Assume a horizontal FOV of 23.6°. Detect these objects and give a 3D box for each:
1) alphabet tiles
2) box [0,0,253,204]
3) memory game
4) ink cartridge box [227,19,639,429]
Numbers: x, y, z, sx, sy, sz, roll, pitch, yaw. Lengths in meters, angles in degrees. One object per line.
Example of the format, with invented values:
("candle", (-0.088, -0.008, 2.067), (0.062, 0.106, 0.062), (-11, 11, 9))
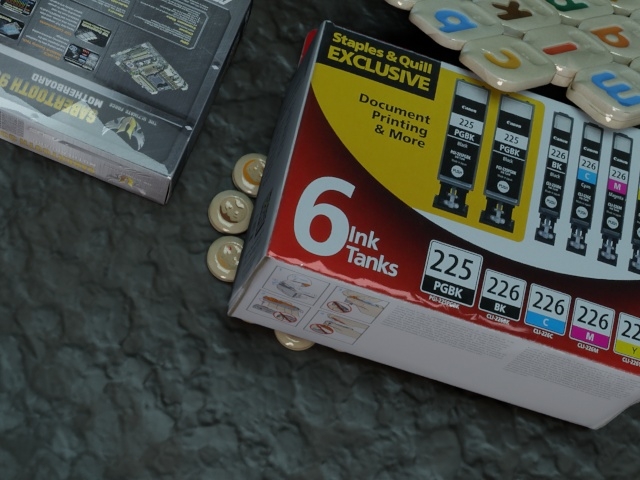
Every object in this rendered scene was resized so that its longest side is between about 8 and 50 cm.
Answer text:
("alphabet tiles", (0.179, -0.185, 1.240), (0.278, 0.021, 0.284), (-17, 50, -41))
("box", (-0.190, -0.155, 1.204), (0.231, 0.056, 0.183), (22, 67, -3))
("memory game", (0.000, 0.000, 1.209), (0.186, 0.012, 0.186), (4, 69, -11))
("ink cartridge box", (0.116, -0.037, 1.174), (0.309, 0.130, 0.272), (17, 64, -9))
